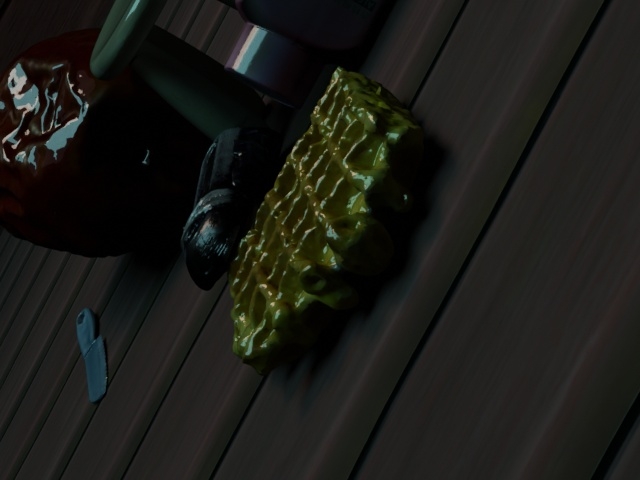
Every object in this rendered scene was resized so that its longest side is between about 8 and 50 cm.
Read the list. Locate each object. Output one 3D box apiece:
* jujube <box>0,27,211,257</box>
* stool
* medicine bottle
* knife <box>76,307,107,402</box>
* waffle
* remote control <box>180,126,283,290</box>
[{"bbox_3d":[-0.268,-0.111,1.689,0.377,0.276,0.276,11,74,60],"label":"jujube"},{"bbox_3d":[-0.102,-0.205,1.416,0.195,0.198,0.195,-57,15,13],"label":"stool"},{"bbox_3d":[-0.008,-0.217,1.281,0.188,0.119,0.094,-62,15,0],"label":"medicine bottle"},{"bbox_3d":[-0.273,0.134,1.720,0.044,0.019,0.313,-57,19,8],"label":"knife"},{"bbox_3d":[-0.001,0.000,1.028,0.229,0.057,0.219,-61,16,10],"label":"waffle"},{"bbox_3d":[-0.085,-0.037,1.250,0.266,0.066,0.090,-75,5,-67],"label":"remote control"}]
